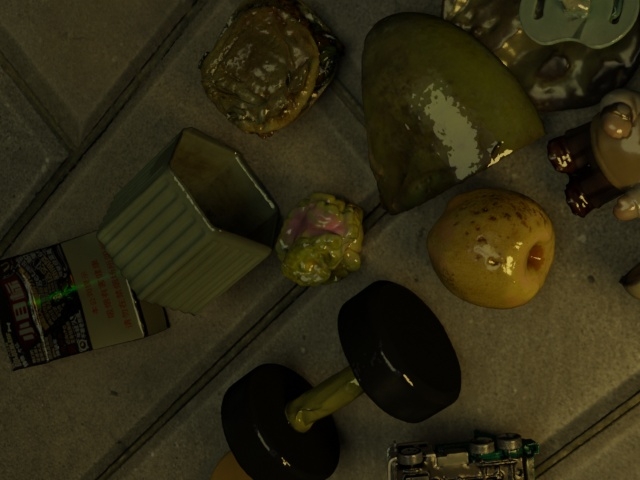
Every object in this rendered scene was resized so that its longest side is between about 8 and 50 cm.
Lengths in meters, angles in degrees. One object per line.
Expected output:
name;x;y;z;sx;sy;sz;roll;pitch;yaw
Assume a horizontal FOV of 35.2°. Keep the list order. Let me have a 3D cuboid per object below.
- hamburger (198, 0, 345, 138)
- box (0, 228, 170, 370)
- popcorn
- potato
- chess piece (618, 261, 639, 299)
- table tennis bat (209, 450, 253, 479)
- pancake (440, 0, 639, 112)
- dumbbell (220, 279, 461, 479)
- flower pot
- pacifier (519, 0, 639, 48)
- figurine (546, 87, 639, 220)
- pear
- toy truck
hamburger;-0.076;-0.263;1.517;0.183;0.130;0.206;41;95;13
box;-0.428;0.098;1.757;0.310;0.084;0.198;-16;91;27
popcorn;0.000;0.000;1.510;0.125;0.126;0.145;24;102;28
potato;0.128;-0.189;1.391;0.269;0.112;0.255;-28;91;34
chess piece;0.516;0.114;1.279;0.143;0.143;0.261;-39;88;26
table tennis bat;-0.132;0.480;1.693;0.198;0.050;0.321;41;110;16
pancake;0.302;-0.306;1.351;0.294;0.049;0.294;6;102;29
dumbbell;0.027;0.223;1.487;0.322;0.204;0.204;-37;81;26
flower pot;-0.199;-0.026;1.553;0.209;0.239;0.189;41;116;-21
pacifier;0.318;-0.306;1.251;0.150;0.116;0.127;17;81;29
figurine;0.442;-0.148;1.220;0.365;0.206;0.218;-22;74;29
pear;0.231;0.009;1.384;0.178;0.178;0.178;4;100;26
toy truck;0.200;0.329;1.447;0.216;0.116;0.110;-6;97;-2
